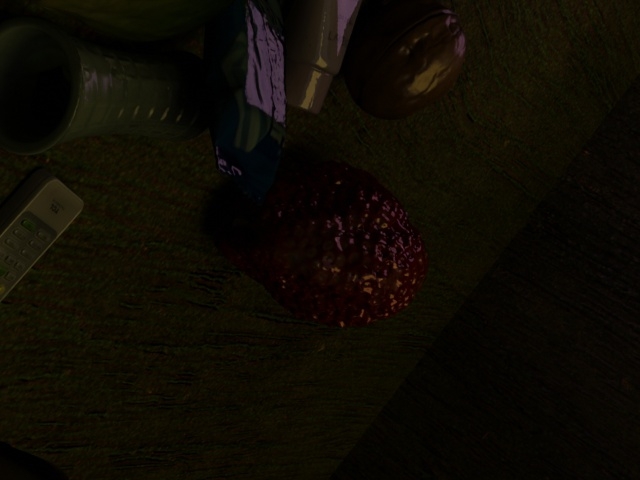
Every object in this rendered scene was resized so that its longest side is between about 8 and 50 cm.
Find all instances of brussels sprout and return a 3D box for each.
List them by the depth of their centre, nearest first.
[{"bbox_3d":[-0.174,-0.295,1.104,0.219,0.210,0.271,-9,-169,46],"label":"brussels sprout"}]

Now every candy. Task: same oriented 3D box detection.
[{"bbox_3d":[-0.091,-0.219,1.404,0.187,0.077,0.331,39,48,-69],"label":"candy"}]

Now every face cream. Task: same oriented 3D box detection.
[{"bbox_3d":[0.006,-0.316,1.629,0.154,0.096,0.274,9,104,-62],"label":"face cream"}]

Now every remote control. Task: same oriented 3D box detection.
[{"bbox_3d":[-0.395,0.025,1.421,0.250,0.034,0.103,-49,158,-7],"label":"remote control"}]

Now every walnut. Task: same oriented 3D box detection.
[{"bbox_3d":[0.131,-0.282,1.799,0.207,0.167,0.167,-43,158,1],"label":"walnut"}]

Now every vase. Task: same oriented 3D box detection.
[{"bbox_3d":[-0.235,-0.169,1.309,0.143,0.143,0.299,-59,161,18],"label":"vase"}]

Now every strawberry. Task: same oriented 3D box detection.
[{"bbox_3d":[0.000,0.000,1.856,0.351,0.312,0.267,16,91,-48],"label":"strawberry"}]

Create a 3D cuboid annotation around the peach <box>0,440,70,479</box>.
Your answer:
[{"bbox_3d":[-0.460,0.431,1.588,0.242,0.306,0.380,-43,163,-39],"label":"peach"}]
